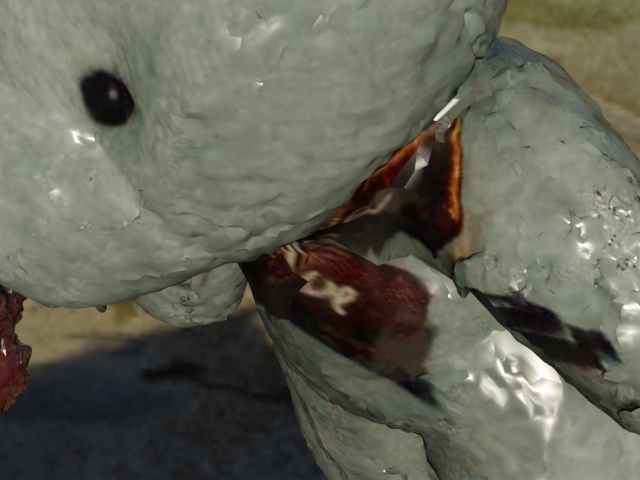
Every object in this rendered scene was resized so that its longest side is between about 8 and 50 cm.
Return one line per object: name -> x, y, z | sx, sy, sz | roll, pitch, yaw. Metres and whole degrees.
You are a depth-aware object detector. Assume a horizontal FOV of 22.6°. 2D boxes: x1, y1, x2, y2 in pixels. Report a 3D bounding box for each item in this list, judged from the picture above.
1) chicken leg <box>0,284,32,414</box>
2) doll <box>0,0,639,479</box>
chicken leg -> -0.203, 0.081, 0.627 | 0.219, 0.089, 0.048 | -37, 16, -7
doll -> -0.006, 0.002, 0.419 | 0.158, 0.340, 0.246 | -31, 32, -27
